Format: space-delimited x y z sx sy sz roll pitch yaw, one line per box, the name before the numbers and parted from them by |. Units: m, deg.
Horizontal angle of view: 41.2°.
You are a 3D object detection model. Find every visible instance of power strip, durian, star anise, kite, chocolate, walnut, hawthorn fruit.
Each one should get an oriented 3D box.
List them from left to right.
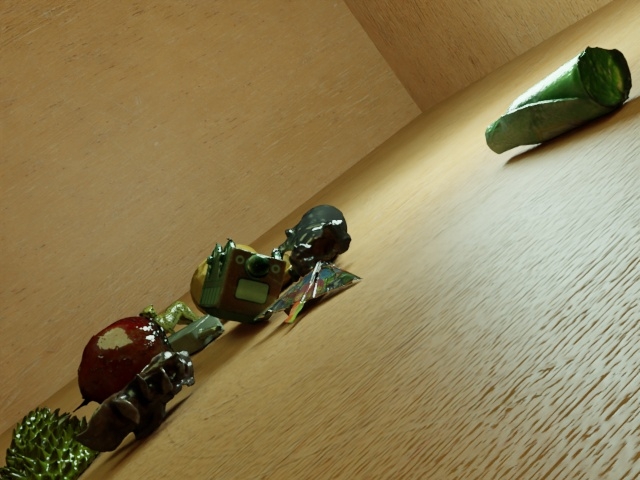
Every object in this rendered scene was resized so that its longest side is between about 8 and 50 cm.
durian | -0.489 0.408 1.551 0.355 0.158 0.169 -65 -6 -79
hawthorn fruit | -0.392 0.257 1.657 0.235 0.181 0.181 -38 6 -8
star anise | -0.303 0.278 1.426 0.220 0.099 0.214 -41 -7 -4
power strip | -0.303 0.230 1.955 0.288 0.053 0.093 -31 8 47
walnut | -0.225 0.096 2.073 0.207 0.159 0.159 -42 8 -33
kite | -0.016 0.082 1.475 0.241 0.014 0.183 -20 25 35
chocolate | 0.368 -0.211 1.389 0.110 0.110 0.291 -39 4 -26

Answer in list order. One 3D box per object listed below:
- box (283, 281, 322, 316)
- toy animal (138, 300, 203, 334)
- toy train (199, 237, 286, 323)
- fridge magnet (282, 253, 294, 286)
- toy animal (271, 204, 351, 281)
box | -0.029 0.104 1.515 0.083 0.024 0.053 -38 7 -8
toy animal | -0.372 0.198 2.178 0.073 0.136 0.181 -32 7 36
toy train | -0.164 0.086 1.725 0.326 0.129 0.159 166 116 -73
fridge magnet | -0.104 0.080 1.927 0.143 0.063 0.143 -39 4 4
toy animal | -0.013 0.011 1.764 0.168 0.106 0.343 -39 8 4
